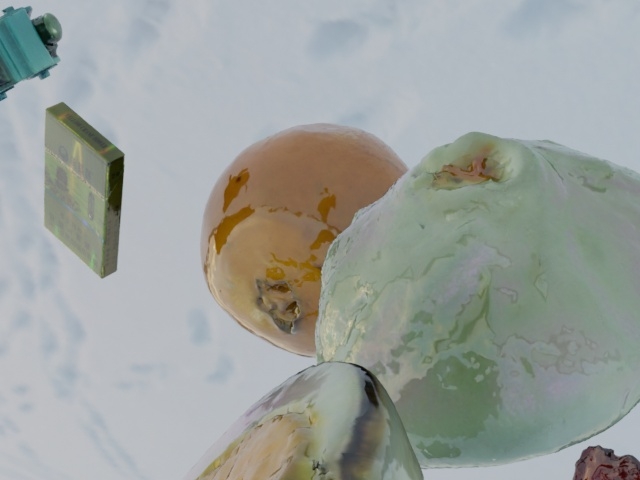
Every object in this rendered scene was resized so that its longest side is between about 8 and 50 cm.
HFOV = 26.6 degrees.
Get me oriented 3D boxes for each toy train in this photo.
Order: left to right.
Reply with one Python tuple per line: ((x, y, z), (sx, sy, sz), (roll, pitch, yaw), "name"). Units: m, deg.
((-0.443, -0.239, 1.812), (0.197, 0.154, 0.107), (-23, 103, 20), "toy train")

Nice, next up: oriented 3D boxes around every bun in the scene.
((0.114, 0.018, 0.955), (0.293, 0.293, 0.187), (0, 125, 49), "bun")

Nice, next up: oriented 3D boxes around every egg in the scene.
((-0.018, 0.212, 0.760), (0.174, 0.264, 0.286), (38, 124, -11), "egg")

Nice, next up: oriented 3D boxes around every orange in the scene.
((0.000, 0.000, 1.727), (0.312, 0.312, 0.312), (21, 160, 8), "orange")

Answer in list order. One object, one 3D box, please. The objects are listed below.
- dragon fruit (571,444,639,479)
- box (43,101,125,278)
((0.468, 0.405, 1.672), (0.343, 0.282, 0.100), (11, -175, 34), "dragon fruit")
((-0.290, -0.059, 1.648), (0.121, 0.030, 0.193), (38, 140, 26), "box")
